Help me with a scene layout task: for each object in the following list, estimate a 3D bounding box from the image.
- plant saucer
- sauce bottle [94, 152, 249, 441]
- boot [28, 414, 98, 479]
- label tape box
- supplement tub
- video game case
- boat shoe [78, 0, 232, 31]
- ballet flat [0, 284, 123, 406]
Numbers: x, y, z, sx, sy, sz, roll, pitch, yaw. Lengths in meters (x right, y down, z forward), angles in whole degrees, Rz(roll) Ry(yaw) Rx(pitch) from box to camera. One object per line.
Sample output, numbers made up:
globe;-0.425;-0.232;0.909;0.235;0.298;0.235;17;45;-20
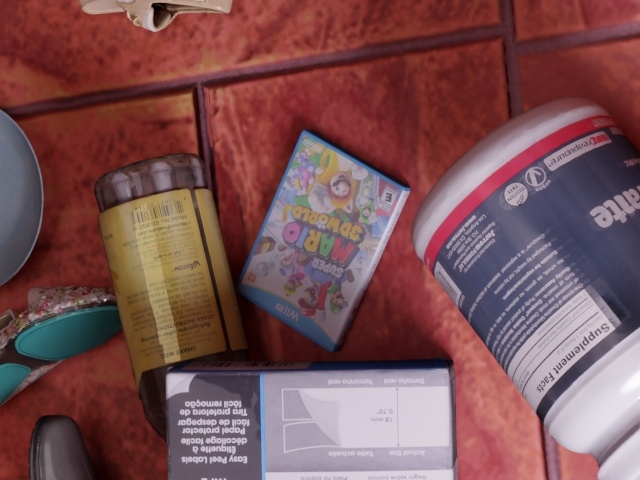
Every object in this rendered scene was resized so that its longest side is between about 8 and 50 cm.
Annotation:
plant saucer;-0.342;-0.044;1.882;0.195;0.037;0.195;2;93;31
sauce bottle;-0.122;0.098;1.713;0.111;0.111;0.344;-16;82;30
boot;-0.175;0.272;1.781;0.161;0.083;0.247;-14;90;23
label tape box;-0.002;0.270;1.602;0.240;0.106;0.334;-1;91;5
supplement tub;0.216;0.042;1.466;0.191;0.191;0.272;-44;71;24
video game case;0.000;0.000;1.694;0.119;0.015;0.166;31;107;26
boat shoe;-0.155;-0.224;1.750;0.170;0.063;0.059;-6;83;30
ballet flat;-0.284;0.091;1.830;0.241;0.091;0.077;-32;54;24
